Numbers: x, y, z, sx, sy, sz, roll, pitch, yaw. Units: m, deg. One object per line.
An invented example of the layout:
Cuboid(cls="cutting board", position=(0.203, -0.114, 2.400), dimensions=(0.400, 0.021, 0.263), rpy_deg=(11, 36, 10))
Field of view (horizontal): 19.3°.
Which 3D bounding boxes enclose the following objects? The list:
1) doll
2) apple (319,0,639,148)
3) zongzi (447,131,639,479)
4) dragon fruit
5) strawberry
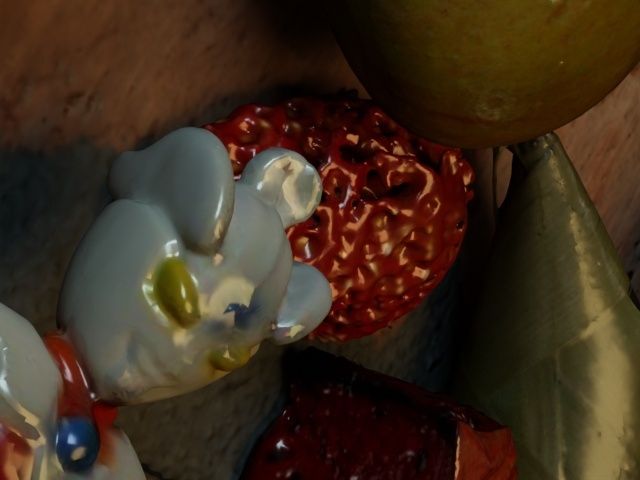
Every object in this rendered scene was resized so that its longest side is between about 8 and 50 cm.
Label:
Cuboid(cls="doll", position=(-0.142, 0.101, 0.651), dimensions=(0.384, 0.099, 0.188), rpy_deg=(-46, 125, -13))
Cuboid(cls="apple", position=(0.070, -0.136, 0.764), dimensions=(0.155, 0.182, 0.182), rpy_deg=(-25, 129, -7))
Cuboid(cls="zongzi", position=(0.080, 0.119, 0.935), dimensions=(0.260, 0.123, 0.289), rpy_deg=(-48, 131, -23))
Cuboid(cls="dragon fruit", position=(0.002, 0.147, 0.855), dimensions=(0.122, 0.092, 0.192), rpy_deg=(35, 96, -8))
Cuboid(cls="strawberry", position=(0.000, 0.000, 0.821), dimensions=(0.188, 0.082, 0.121), rpy_deg=(-10, 116, -50))
